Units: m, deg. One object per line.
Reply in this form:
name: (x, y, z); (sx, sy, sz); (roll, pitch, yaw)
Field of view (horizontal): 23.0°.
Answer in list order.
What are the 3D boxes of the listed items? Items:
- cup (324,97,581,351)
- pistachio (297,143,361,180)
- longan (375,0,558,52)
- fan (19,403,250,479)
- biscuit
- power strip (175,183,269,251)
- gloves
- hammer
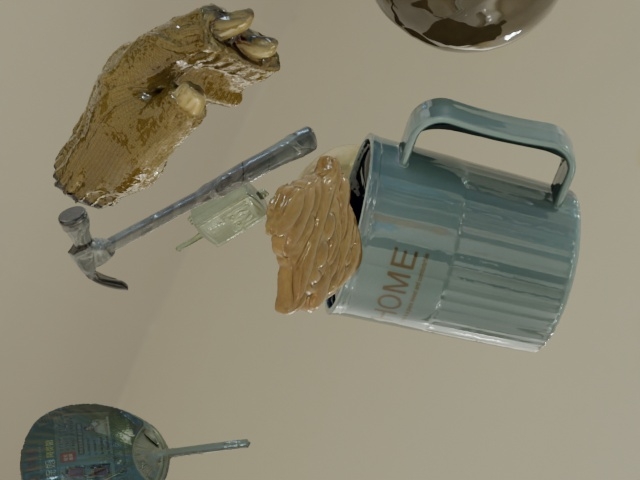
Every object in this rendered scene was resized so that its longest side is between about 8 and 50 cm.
cup: (0.195, -0.023, 2.219); (0.257, 0.311, 0.331); (-139, -118, -83)
pistachio: (0.039, -0.085, 2.510); (0.200, 0.145, 0.117); (-34, 139, -59)
longan: (0.202, -0.397, 2.126); (0.297, 0.297, 0.297); (-40, -144, 38)
fan: (-0.267, 0.307, 2.100); (0.223, 0.294, 0.012); (-61, 159, -51)
biscuit: (0.000, 0.000, 1.554); (0.035, 0.250, 0.163); (16, -94, 19)
power strip: (-0.164, -0.032, 2.541); (0.175, 0.075, 0.042); (-32, -132, 14)
gloves: (-0.205, -0.177, 1.965); (0.356, 0.155, 0.203); (-34, -166, 28)
hammer: (-0.189, -0.071, 2.389); (0.426, 0.152, 0.044); (-31, -147, -15)
